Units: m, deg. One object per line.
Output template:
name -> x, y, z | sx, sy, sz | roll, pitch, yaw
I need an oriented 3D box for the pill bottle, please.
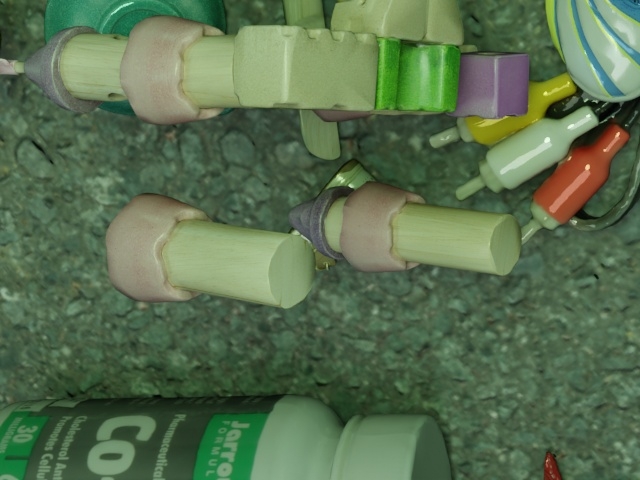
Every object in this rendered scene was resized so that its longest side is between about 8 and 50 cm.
pill bottle -> -0.086, 0.225, 1.140 | 0.361, 0.204, 0.204 | -3, 112, 17

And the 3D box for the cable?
cable -> 0.218, -0.104, 0.979 | 0.287, 0.072, 0.139 | -40, 94, 27

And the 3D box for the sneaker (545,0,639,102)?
sneaker -> 0.174, -0.206, 0.890 | 0.091, 0.126, 0.240 | -1, 96, 20

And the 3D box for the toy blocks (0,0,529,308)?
toy blocks -> -0.036, -0.124, 0.932 | 0.260, 0.288, 0.309 | 8, 99, 40

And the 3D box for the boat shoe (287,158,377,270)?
boat shoe -> 0.000, 0.000, 1.101 | 0.045, 0.050, 0.135 | 39, 118, 3

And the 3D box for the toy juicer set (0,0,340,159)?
toy juicer set -> -0.125, -0.189, 1.040 | 0.329, 0.089, 0.209 | 9, 108, -16

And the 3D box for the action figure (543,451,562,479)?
action figure -> 0.306, 0.183, 1.070 | 0.280, 0.091, 0.139 | 6, 124, 13
